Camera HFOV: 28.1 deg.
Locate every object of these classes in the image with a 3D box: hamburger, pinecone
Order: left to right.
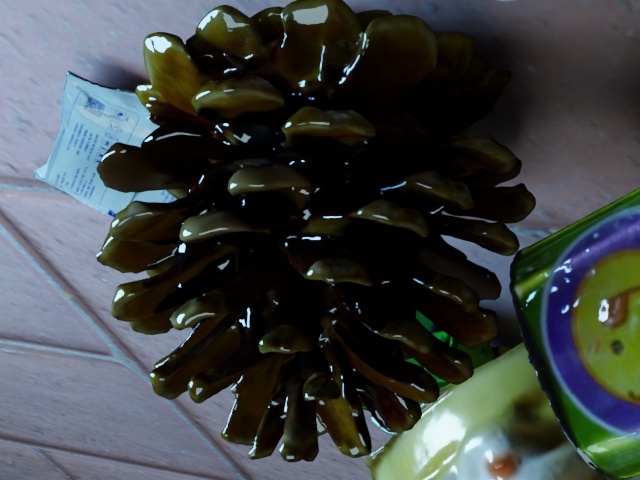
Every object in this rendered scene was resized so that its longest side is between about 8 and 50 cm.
[{"bbox_3d":[-0.010,0.001,0.715,0.264,0.264,0.264,16,152,9],"label":"pinecone"},{"bbox_3d":[0.189,0.205,0.867,0.276,0.236,0.276,-19,148,-12],"label":"hamburger"}]

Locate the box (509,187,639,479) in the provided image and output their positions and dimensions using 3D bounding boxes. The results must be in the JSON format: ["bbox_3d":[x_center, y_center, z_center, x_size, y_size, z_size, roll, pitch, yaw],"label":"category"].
[{"bbox_3d":[0.244,-0.008,0.547,0.097,0.134,0.345,-6,161,-46],"label":"box"}]

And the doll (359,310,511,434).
[{"bbox_3d":[0.101,0.106,0.983,0.134,0.106,0.186,-3,160,42],"label":"doll"}]

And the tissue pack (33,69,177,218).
[{"bbox_3d":[-0.142,-0.058,0.937,0.123,0.026,0.193,25,152,-10],"label":"tissue pack"}]
